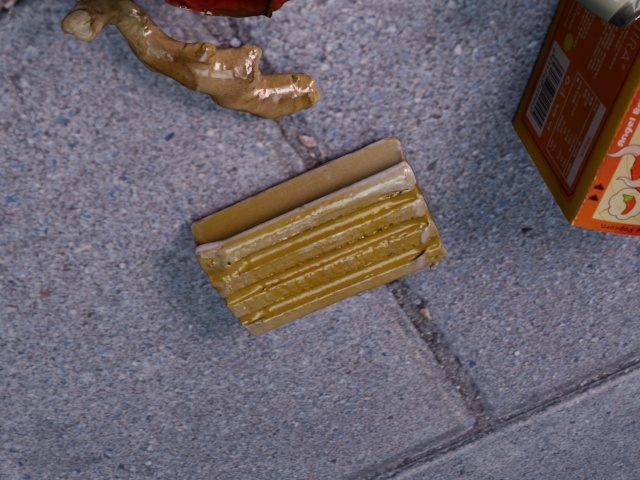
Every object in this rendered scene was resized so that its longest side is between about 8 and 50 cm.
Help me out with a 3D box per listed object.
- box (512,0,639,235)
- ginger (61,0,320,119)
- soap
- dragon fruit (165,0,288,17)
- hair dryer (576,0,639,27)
[{"bbox_3d":[0.395,-0.173,1.003,0.260,0.213,0.283,3,131,-14],"label":"box"},{"bbox_3d":[-0.122,-0.184,0.957,0.288,0.075,0.089,20,147,-34],"label":"ginger"},{"bbox_3d":[0.000,0.000,1.144,0.274,0.089,0.173,-23,134,7],"label":"soap"},{"bbox_3d":[-0.086,-0.290,0.744,0.302,0.330,0.240,-22,112,9],"label":"dragon fruit"},{"bbox_3d":[0.226,-0.335,0.791,0.092,0.229,0.267,-33,155,-19],"label":"hair dryer"}]
